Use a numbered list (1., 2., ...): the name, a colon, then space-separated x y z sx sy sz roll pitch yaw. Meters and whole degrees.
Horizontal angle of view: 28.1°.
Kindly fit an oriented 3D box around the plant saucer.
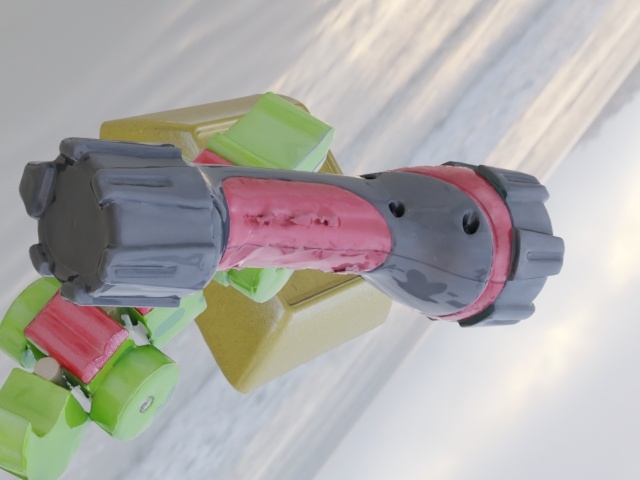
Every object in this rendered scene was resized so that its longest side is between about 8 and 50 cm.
1. plant saucer: -0.053 -0.028 1.468 0.081 0.333 0.333 -32 174 33

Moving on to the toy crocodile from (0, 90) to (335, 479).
1. toy crocodile: -0.111 0.023 0.870 0.340 0.115 0.105 -47 162 -22

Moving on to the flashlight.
1. flashlight: 0.000 0.000 0.694 0.304 0.103 0.103 1 161 -42
